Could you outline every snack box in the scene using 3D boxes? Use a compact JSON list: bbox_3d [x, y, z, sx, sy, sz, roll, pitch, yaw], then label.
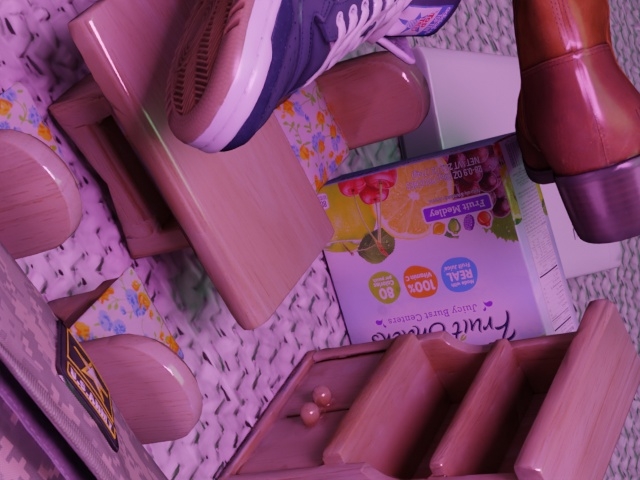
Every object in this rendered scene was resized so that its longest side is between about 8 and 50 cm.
[{"bbox_3d":[0.101,0.034,1.007,0.070,0.174,0.207,-27,102,-55],"label":"snack box"}]

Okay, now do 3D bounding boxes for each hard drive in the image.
[{"bbox_3d":[0.196,-0.069,1.277,0.353,0.047,0.233,-7,86,-55],"label":"hard drive"}]

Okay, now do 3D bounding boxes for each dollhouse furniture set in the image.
[{"bbox_3d":[0.000,0.000,0.810,0.394,0.256,0.362,62,38,-21],"label":"dollhouse furniture set"}]

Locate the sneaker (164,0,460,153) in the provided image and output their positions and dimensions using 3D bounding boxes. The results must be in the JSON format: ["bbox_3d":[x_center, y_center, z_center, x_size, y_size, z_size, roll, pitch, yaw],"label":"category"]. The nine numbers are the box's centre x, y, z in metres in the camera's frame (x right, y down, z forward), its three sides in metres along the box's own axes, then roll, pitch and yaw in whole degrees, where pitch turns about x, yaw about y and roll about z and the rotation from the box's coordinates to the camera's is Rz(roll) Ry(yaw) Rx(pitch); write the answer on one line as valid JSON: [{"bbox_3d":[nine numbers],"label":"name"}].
[{"bbox_3d":[0.013,-0.131,0.730,0.153,0.099,0.282,30,44,-19],"label":"sneaker"}]

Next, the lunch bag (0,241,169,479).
[{"bbox_3d":[-0.175,0.126,0.565,0.235,0.169,0.287,59,34,-23],"label":"lunch bag"}]

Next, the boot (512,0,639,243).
[{"bbox_3d":[0.139,-0.164,0.828,0.264,0.096,0.280,-65,137,-67],"label":"boot"}]
